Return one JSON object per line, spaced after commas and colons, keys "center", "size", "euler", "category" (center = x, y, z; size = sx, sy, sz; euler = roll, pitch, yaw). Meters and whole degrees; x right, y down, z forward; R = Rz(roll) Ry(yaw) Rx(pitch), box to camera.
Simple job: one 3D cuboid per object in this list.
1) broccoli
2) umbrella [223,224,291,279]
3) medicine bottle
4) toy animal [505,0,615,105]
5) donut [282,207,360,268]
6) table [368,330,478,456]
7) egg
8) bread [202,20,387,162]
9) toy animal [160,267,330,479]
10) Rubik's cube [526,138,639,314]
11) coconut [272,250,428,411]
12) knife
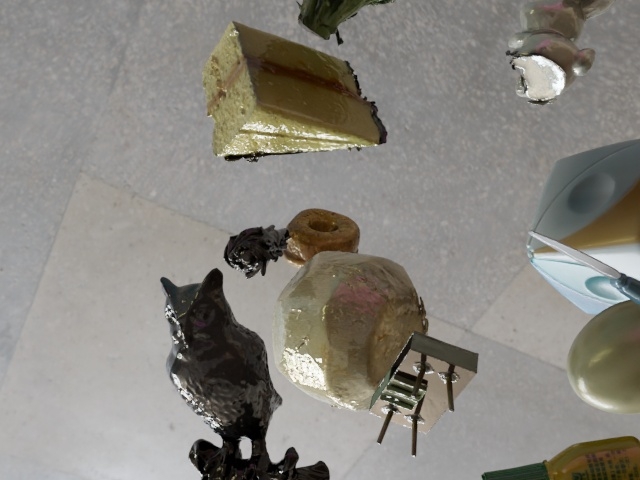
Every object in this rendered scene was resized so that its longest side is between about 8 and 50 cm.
{"center": [0.051, -0.623, 1.676], "size": [0.303, 0.321, 0.284], "euler": [28, 97, -1], "category": "broccoli"}
{"center": [-0.129, 0.009, 1.639], "size": [0.118, 0.340, 0.118], "euler": [2, 101, 13], "category": "umbrella"}
{"center": [0.386, 0.373, 1.102], "size": [0.260, 0.064, 0.095], "euler": [-10, 80, 4], "category": "medicine bottle"}
{"center": [0.572, -0.502, 1.706], "size": [0.182, 0.310, 0.247], "euler": [37, 154, -22], "category": "toy animal"}
{"center": [0.002, 0.000, 1.912], "size": [0.226, 0.227, 0.114], "euler": [4, 118, -4], "category": "donut"}
{"center": [0.172, 0.285, 1.235], "size": [0.121, 0.111, 0.240], "euler": [20, 138, -1], "category": "table"}
{"center": [0.535, 0.197, 1.184], "size": [0.241, 0.186, 0.186], "euler": [-21, 123, -3], "category": "egg"}
{"center": [-0.079, -0.336, 1.726], "size": [0.404, 0.346, 0.242], "euler": [13, 141, -19], "category": "bread"}
{"center": [-0.065, 0.116, 0.585], "size": [0.121, 0.117, 0.210], "euler": [-3, 103, 22], "category": "toy animal"}
{"center": [0.791, -0.024, 1.818], "size": [0.351, 0.352, 0.347], "euler": [35, 154, -30], "category": "Rubik's cube"}
{"center": [0.059, 0.193, 1.573], "size": [0.360, 0.346, 0.346], "euler": [9, 140, 48], "category": "coconut"}
{"center": [0.404, 0.043, 0.981], "size": [0.244, 0.058, 0.032], "euler": [29, 88, -8], "category": "knife"}
